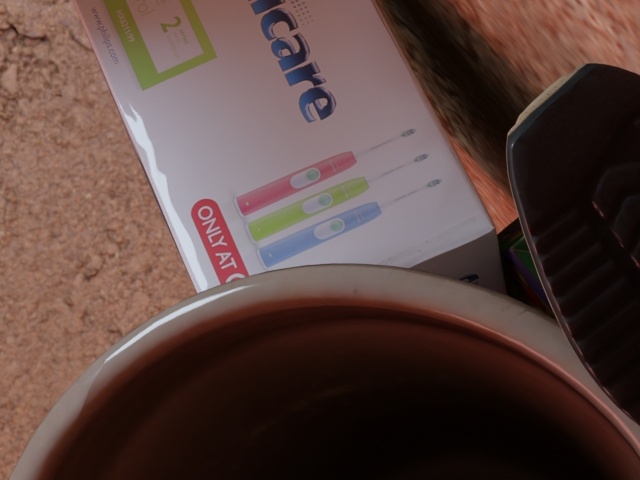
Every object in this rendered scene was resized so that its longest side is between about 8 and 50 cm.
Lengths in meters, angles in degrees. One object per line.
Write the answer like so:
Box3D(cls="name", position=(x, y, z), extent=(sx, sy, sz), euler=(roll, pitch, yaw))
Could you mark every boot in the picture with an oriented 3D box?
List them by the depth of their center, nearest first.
Box3D(cls="boot", position=(0.117, 0.024, 0.617), extent=(0.198, 0.077, 0.137), euler=(51, -177, -14))

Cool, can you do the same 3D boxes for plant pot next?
Box3D(cls="plant pot", position=(0.034, 0.145, 0.744), extent=(0.263, 0.263, 0.229), euler=(49, -173, 13))

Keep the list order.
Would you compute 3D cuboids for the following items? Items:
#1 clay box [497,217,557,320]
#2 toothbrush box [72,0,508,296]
Box3D(cls="clay box", position=(0.128, 0.041, 0.867), extent=(0.127, 0.053, 0.222), euler=(51, 177, 2))
Box3D(cls="toothbrush box", position=(0.000, 0.000, 0.909), extent=(0.283, 0.122, 0.206), euler=(72, 173, -62))
